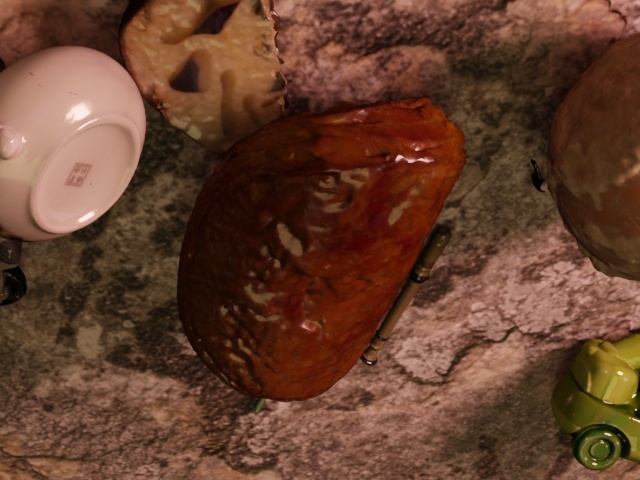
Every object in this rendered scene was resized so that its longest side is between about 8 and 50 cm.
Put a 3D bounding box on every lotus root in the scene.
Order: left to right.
[{"bbox_3d":[-0.113,-0.197,1.403,0.170,0.074,0.260,-10,133,8],"label":"lotus root"}]

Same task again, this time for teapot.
[{"bbox_3d":[-0.271,-0.100,1.361,0.204,0.139,0.298,-52,153,7],"label":"teapot"}]

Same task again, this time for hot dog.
[{"bbox_3d":[0.000,0.000,1.483,0.267,0.174,0.387,-4,136,-35],"label":"hot dog"}]

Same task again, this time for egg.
[{"bbox_3d":[0.359,-0.084,1.425,0.279,0.279,0.310,1,162,-6],"label":"egg"}]

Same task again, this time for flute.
[{"bbox_3d":[0.102,0.068,1.705,0.027,0.027,0.233,14,131,-17],"label":"flute"}]

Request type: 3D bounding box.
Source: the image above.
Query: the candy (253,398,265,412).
[{"bbox_3d":[-0.052,0.166,1.777,0.062,0.058,0.194,28,137,-3],"label":"candy"}]

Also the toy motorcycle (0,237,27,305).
[{"bbox_3d":[-0.411,-0.007,1.559,0.152,0.073,0.225,-4,133,1],"label":"toy motorcycle"}]

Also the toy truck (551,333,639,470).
[{"bbox_3d":[0.387,0.192,1.780,0.187,0.148,0.210,1,111,-5],"label":"toy truck"}]

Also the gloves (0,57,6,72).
[{"bbox_3d":[-0.469,-0.157,1.356,0.331,0.141,0.154,-9,138,-27],"label":"gloves"}]
